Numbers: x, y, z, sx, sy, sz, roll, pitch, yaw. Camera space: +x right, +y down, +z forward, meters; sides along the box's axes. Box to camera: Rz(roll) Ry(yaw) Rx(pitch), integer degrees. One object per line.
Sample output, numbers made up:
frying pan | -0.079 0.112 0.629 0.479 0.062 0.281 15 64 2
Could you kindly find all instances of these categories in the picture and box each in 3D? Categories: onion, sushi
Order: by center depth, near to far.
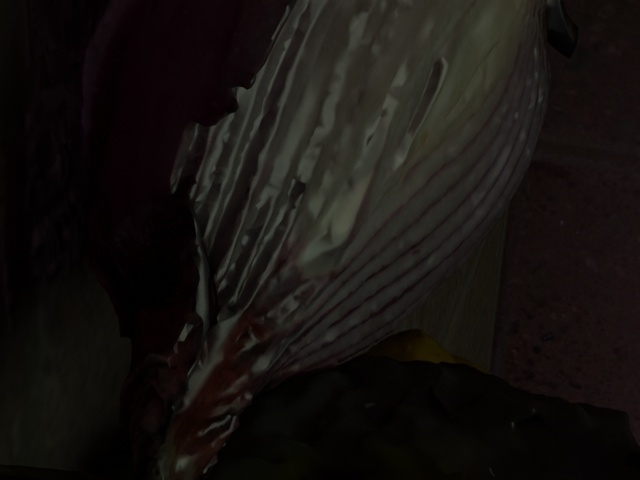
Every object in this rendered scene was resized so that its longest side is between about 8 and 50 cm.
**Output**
onion | -0.034 -0.056 0.670 0.348 0.159 0.267 -51 144 -29
sushi | 0.025 0.233 0.794 0.281 0.299 0.294 -41 138 -49

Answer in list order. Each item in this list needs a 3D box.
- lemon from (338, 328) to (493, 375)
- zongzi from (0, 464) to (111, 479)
lemon | 0.060 0.206 1.114 0.233 0.234 0.288 -22 118 -76
zongzi | -0.130 0.202 0.499 0.356 0.393 0.174 -47 -141 35
